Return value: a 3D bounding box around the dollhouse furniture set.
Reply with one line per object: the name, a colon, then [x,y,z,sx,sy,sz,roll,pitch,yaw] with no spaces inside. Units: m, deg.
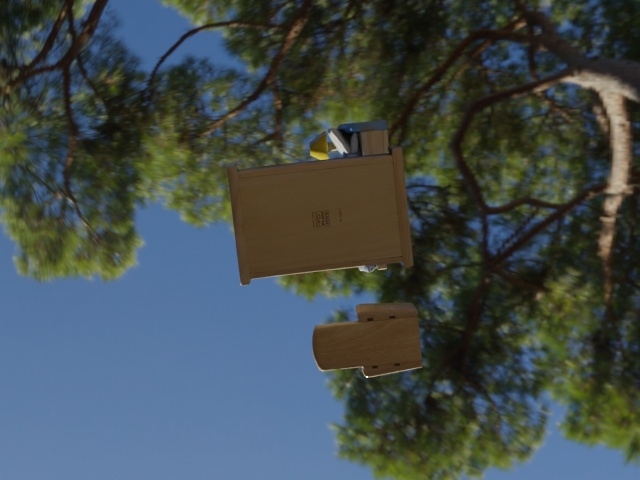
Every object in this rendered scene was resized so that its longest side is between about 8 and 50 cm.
dollhouse furniture set: [0.000,0.000,1.345,0.198,0.303,0.286,-6,-82,-1]
